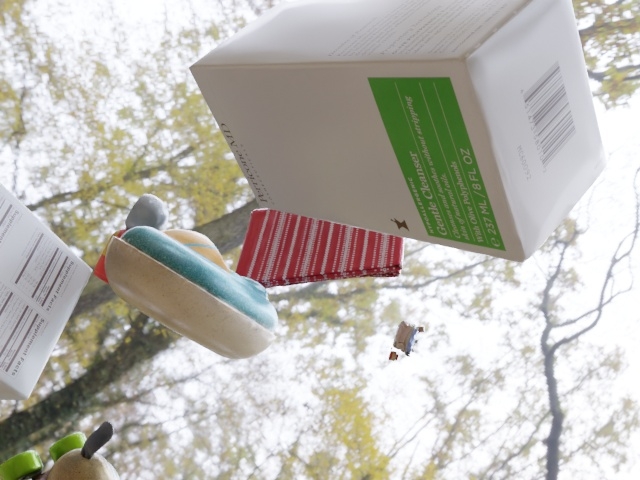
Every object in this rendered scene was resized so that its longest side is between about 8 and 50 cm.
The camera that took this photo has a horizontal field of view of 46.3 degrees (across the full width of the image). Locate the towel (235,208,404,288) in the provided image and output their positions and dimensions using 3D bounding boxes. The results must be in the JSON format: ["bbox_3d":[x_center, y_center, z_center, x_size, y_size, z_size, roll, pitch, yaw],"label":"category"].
[{"bbox_3d":[0.000,0.000,1.185,0.275,0.198,0.031,-7,-51,15],"label":"towel"}]

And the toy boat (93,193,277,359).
[{"bbox_3d":[-0.204,0.033,1.039,0.318,0.267,0.148,24,-101,44],"label":"toy boat"}]

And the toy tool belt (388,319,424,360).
[{"bbox_3d":[0.167,0.199,1.446,0.051,0.052,0.083,18,-97,3],"label":"toy tool belt"}]

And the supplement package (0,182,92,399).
[{"bbox_3d":[-0.461,0.043,0.894,0.199,0.198,0.262,-7,-42,28],"label":"supplement package"}]

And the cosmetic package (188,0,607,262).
[{"bbox_3d":[0.061,-0.125,0.726,0.366,0.155,0.197,11,-43,48],"label":"cosmetic package"}]

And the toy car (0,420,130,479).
[{"bbox_3d":[-0.293,0.307,0.952,0.188,0.149,0.155,-40,-107,32],"label":"toy car"}]
